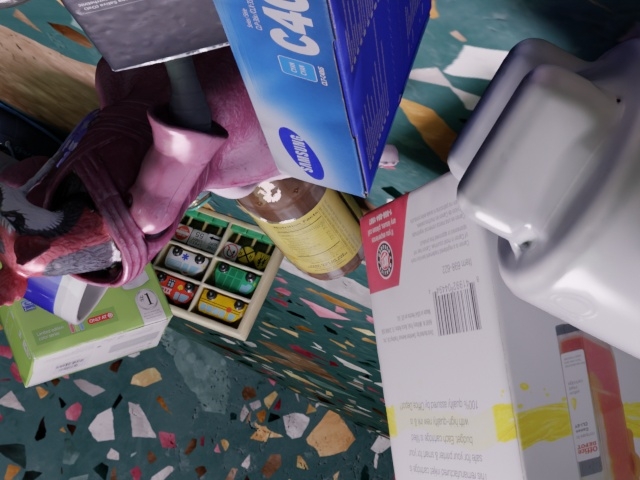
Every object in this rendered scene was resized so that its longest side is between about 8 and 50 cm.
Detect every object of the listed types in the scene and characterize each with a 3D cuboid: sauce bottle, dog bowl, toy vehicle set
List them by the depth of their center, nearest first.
[{"bbox_3d":[-0.037,-0.063,1.250,0.111,0.111,0.344,17,162,25],"label":"sauce bottle"},{"bbox_3d":[-0.295,-0.031,1.446,0.104,0.265,0.265,28,165,-1],"label":"dog bowl"},{"bbox_3d":[-0.199,0.031,1.713,0.266,0.166,0.035,18,164,19],"label":"toy vehicle set"}]

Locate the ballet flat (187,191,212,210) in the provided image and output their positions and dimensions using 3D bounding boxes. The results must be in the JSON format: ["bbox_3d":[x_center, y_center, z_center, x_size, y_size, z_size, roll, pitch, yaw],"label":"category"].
[{"bbox_3d":[-0.202,-0.071,1.593,0.070,0.070,0.188,29,163,-19],"label":"ballet flat"}]

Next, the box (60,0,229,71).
[{"bbox_3d":[-0.116,-0.221,0.668,0.108,0.153,0.207,-13,156,7],"label":"box"}]

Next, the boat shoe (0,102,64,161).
[{"bbox_3d":[-0.476,-0.147,1.668,0.258,0.089,0.109,31,164,-25],"label":"boat shoe"}]

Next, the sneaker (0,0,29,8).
[{"bbox_3d":[-0.244,-0.255,0.706,0.272,0.100,0.108,61,165,20],"label":"sneaker"}]

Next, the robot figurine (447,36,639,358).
[{"bbox_3d":[0.266,-0.007,0.788,0.353,0.200,0.300,27,-155,-9],"label":"robot figurine"}]

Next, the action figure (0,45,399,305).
[{"bbox_3d":[-0.139,-0.059,0.893,0.248,0.370,0.276,-8,125,37],"label":"action figure"}]

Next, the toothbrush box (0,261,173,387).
[{"bbox_3d":[-0.365,0.037,1.613,0.283,0.206,0.122,64,151,16],"label":"toothbrush box"}]

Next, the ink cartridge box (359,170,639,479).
[{"bbox_3d":[0.175,0.137,1.032,0.160,0.385,0.279,-5,174,-19],"label":"ink cartridge box"}]

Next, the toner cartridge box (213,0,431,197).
[{"bbox_3d":[0.008,-0.167,0.690,0.075,0.165,0.348,17,164,12],"label":"toner cartridge box"}]
